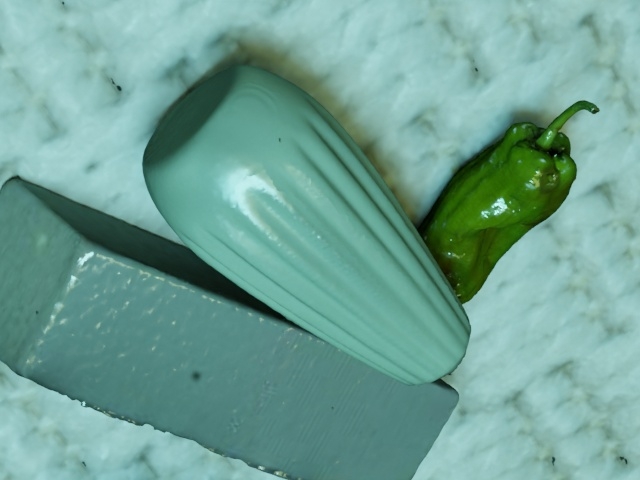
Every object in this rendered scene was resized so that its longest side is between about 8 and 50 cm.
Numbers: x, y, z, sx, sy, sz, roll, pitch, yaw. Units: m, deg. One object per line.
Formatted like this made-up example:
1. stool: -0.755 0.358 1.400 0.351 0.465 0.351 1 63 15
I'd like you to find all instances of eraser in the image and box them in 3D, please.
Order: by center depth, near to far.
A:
1. eraser: -0.079 0.078 1.154 0.352 0.077 0.111 24 106 -23

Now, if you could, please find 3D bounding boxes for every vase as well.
1. vase: 0.000 0.000 1.093 0.128 0.128 0.248 -43 111 9

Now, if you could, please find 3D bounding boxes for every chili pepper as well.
1. chili pepper: 0.133 -0.032 1.154 0.072 0.073 0.204 16 124 -40
